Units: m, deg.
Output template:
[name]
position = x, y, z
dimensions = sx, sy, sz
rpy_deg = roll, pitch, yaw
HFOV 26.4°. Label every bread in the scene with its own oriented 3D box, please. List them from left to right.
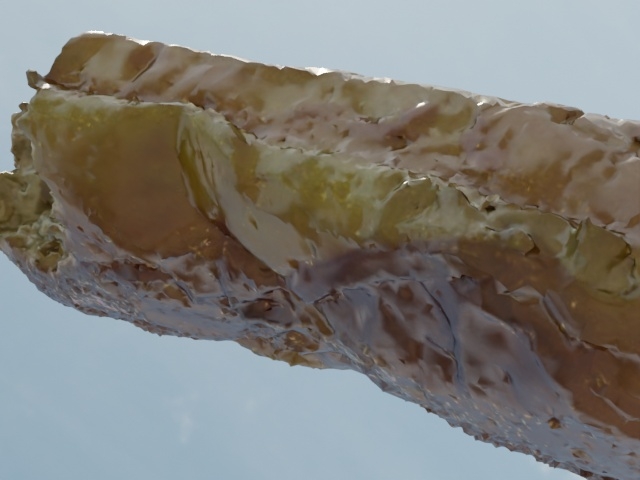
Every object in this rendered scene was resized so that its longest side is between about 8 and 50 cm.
[bread]
position = 0.000, 0.000, 0.560
dimensions = 0.109, 0.380, 0.185
rpy_deg = -67, -30, -16
